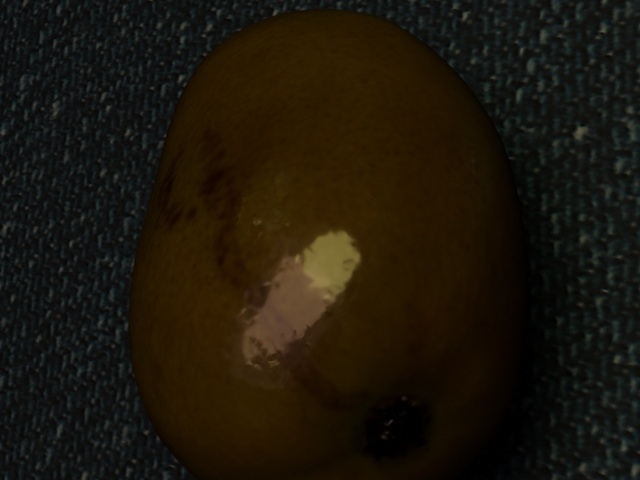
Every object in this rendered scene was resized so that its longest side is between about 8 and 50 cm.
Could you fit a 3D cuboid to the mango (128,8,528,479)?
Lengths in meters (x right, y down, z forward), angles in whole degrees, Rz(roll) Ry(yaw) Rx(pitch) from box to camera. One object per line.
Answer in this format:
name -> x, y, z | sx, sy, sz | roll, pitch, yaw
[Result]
mango -> 0.000, 0.000, 0.960 | 0.264, 0.221, 0.378 | -34, 45, 25
